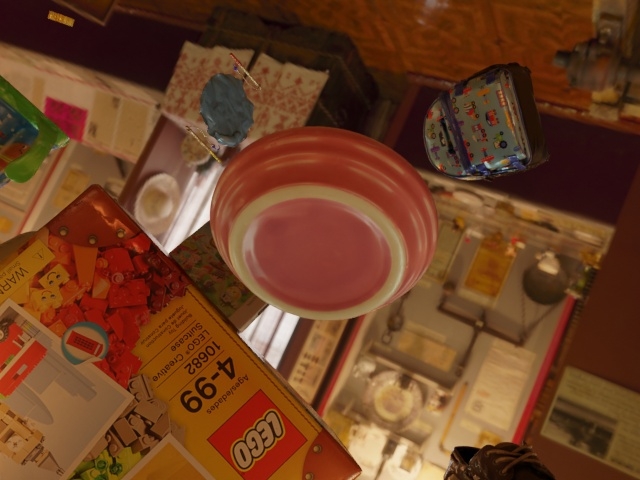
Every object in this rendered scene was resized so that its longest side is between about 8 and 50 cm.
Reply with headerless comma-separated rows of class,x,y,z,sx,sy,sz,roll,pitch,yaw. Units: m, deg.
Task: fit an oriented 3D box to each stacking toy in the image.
stacking toy,-0.614,-0.569,1.418,0.221,0.167,0.052,17,-170,-11

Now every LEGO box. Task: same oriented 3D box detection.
LEGO box,-0.276,0.251,0.669,0.372,0.500,0.193,48,172,-4

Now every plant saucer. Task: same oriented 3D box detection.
plant saucer,0.000,0.000,0.958,0.332,0.084,0.332,5,131,6

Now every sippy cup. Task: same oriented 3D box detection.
sippy cup,-0.731,-0.233,1.508,0.240,0.224,0.305,45,172,-19

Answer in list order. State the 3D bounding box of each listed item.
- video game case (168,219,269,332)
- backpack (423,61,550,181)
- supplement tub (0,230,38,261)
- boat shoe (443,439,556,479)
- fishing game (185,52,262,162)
video game case,-0.167,0.051,1.236,0.212,0.193,0.023,31,142,20
backpack,0.222,-0.161,0.974,0.173,0.158,0.117,-10,-173,40
supplement tub,-0.622,0.122,1.380,0.235,0.235,0.325,22,-146,18
boat shoe,0.285,0.381,1.050,0.132,0.130,0.355,2,167,-20
fishing game,-0.242,-0.334,1.721,0.041,0.264,0.189,2,152,40
